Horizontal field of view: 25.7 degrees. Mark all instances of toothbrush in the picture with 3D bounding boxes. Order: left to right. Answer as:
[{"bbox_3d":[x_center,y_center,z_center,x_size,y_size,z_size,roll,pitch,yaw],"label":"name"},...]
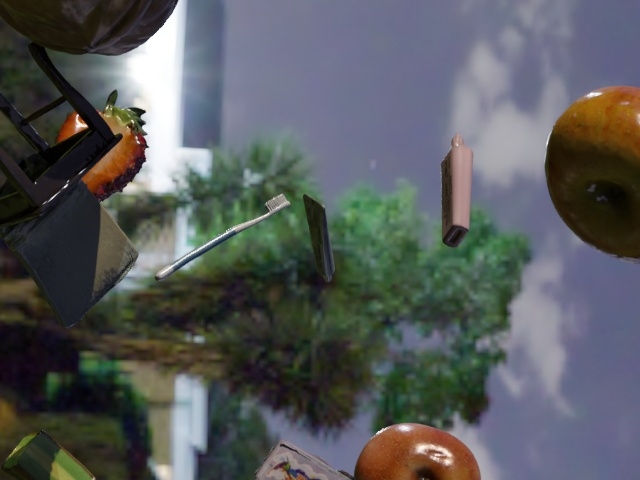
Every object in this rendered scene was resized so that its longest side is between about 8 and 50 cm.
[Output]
[{"bbox_3d":[-0.157,-0.007,2.254,0.025,0.276,0.019,59,-30,-1],"label":"toothbrush"}]

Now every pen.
[{"bbox_3d":[0.175,-0.074,1.808,0.197,0.032,0.053,-83,-163,-46],"label":"pen"}]

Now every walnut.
[{"bbox_3d":[-0.283,-0.363,1.605,0.277,0.252,0.313,100,-22,-75],"label":"walnut"}]

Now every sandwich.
[{"bbox_3d":[-0.412,0.353,2.130,0.074,0.116,0.074,-26,-156,56],"label":"sandwich"}]

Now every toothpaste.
[{"bbox_3d":[0.000,0.000,2.216,0.048,0.029,0.197,36,-27,32],"label":"toothpaste"}]

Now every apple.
[{"bbox_3d":[0.155,0.384,2.220,0.162,0.201,0.201,137,-46,-74],"label":"apple"},{"bbox_3d":[0.396,-0.087,1.765,0.210,0.173,0.234,-3,-60,40],"label":"apple"}]

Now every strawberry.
[{"bbox_3d":[-0.303,-0.110,1.942,0.085,0.140,0.192,69,12,-59],"label":"strawberry"}]

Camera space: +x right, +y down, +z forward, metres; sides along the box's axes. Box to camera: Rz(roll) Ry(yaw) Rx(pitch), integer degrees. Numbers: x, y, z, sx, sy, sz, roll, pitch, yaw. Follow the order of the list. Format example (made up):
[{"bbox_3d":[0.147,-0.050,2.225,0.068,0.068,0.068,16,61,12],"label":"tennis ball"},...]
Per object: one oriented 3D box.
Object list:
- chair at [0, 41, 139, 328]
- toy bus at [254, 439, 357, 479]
[{"bbox_3d":[-0.324,-0.058,1.702,0.186,0.319,0.160,-16,-153,50],"label":"chair"},{"bbox_3d":[0.050,0.404,2.055,0.317,0.138,0.112,23,-107,35],"label":"toy bus"}]
